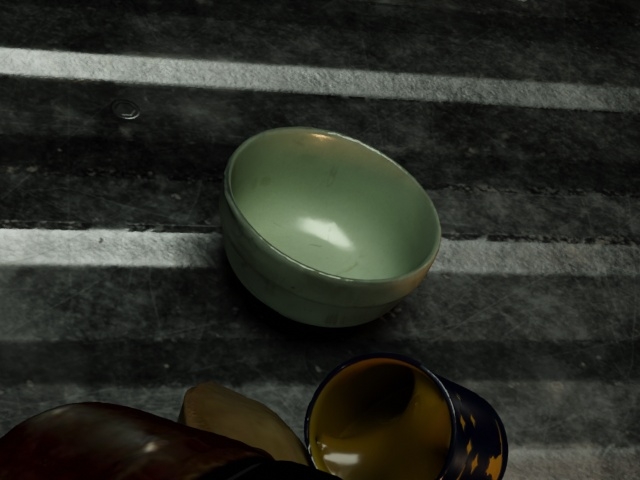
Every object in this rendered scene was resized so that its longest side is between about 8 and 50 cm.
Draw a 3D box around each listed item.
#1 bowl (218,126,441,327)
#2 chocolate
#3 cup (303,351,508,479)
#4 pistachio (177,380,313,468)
[{"bbox_3d":[0.000,0.000,2.168,0.307,0.163,0.307,12,40,-10],"label":"bowl"},{"bbox_3d":[-0.198,0.329,1.596,0.383,0.384,0.331,-20,31,-37],"label":"chocolate"},{"bbox_3d":[0.083,0.265,1.867,0.178,0.255,0.256,45,6,25],"label":"cup"},{"bbox_3d":[-0.099,0.253,1.831,0.163,0.213,0.260,-27,37,-2],"label":"pistachio"}]
